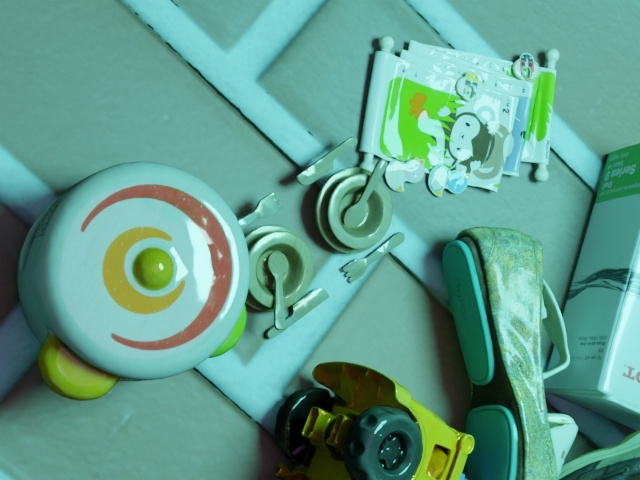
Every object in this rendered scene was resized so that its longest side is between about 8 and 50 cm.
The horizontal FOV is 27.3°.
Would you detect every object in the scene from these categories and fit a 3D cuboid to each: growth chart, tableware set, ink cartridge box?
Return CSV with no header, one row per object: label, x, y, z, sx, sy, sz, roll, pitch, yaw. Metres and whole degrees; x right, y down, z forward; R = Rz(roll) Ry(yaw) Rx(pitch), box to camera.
growth chart,0.150,-0.131,1.403,0.237,0.021,0.172,3,85,-22
tableware set,0.000,0.000,1.300,0.194,0.039,0.128,-36,111,-23
ink cartridge box,0.386,0.064,1.428,0.211,0.121,0.289,24,76,-19

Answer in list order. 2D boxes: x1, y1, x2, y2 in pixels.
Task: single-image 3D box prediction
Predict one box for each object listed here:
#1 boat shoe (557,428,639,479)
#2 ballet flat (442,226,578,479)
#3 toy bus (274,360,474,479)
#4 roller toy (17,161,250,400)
boat shoe,0.303,0.255,1.339,0.223,0.073,0.080,-34,120,17
ballet flat,0.203,0.156,1.342,0.123,0.123,0.349,-3,83,-24
toy bus,0.053,0.254,1.268,0.211,0.149,0.220,33,75,-34
roller toy,-0.168,0.030,1.179,0.209,0.146,0.191,-16,91,-23
